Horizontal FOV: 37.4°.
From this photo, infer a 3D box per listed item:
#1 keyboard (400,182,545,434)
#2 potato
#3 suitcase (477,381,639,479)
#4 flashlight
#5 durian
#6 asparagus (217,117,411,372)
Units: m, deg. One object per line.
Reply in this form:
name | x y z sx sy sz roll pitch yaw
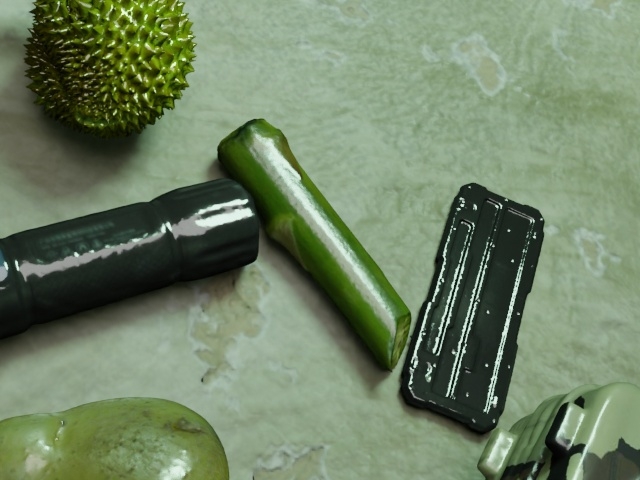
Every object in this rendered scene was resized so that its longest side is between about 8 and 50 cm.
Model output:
keyboard | 0.154 0.058 0.937 0.106 0.016 0.262 23 59 -5
potato | -0.170 0.187 0.698 0.194 0.157 0.157 12 61 -12
suitcase | 0.242 0.328 0.729 0.339 0.194 0.351 37 58 -4
flashlight | -0.246 0.030 0.792 0.424 0.103 0.103 -17 70 -26
durian | -0.197 -0.178 0.876 0.146 0.159 0.198 -12 35 -32
asparagus | 0.000 -0.001 0.896 0.067 0.060 0.278 -31 77 -38
